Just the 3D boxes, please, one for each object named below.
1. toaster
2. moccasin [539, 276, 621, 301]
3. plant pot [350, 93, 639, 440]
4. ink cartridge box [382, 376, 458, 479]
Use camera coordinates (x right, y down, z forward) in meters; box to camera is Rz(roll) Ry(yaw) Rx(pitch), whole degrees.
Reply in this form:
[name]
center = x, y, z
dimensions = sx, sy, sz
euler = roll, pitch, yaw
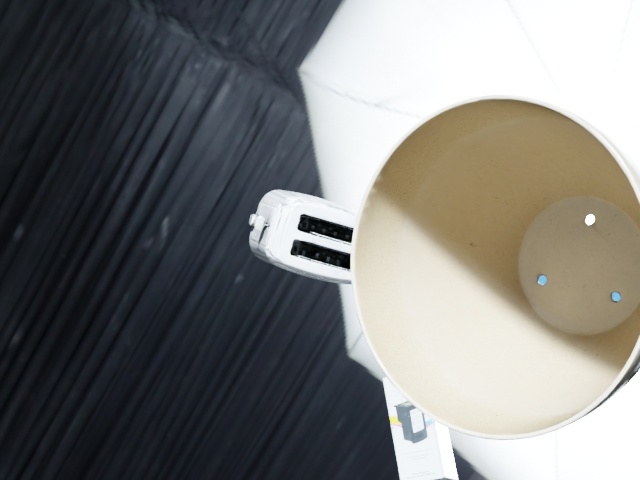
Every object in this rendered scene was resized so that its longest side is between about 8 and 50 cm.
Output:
[toaster]
center = 0.000, 0.000, 1.558
dimensions = 0.227, 0.129, 0.146
euler = 17, 2, -12
[moccasin]
center = 0.354, 0.086, 1.292
dimensions = 0.342, 0.138, 0.117
euler = 13, -38, 17
[plant pot]
center = 0.197, 0.022, 0.872
dimensions = 0.284, 0.284, 0.191
euler = 38, 23, 34
[ink cartridge box]
center = 0.163, 0.307, 1.583
dimensions = 0.127, 0.072, 0.175
euler = 41, 37, -65
